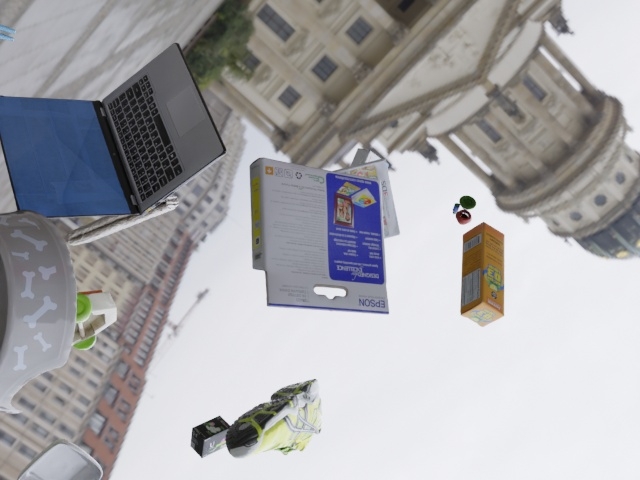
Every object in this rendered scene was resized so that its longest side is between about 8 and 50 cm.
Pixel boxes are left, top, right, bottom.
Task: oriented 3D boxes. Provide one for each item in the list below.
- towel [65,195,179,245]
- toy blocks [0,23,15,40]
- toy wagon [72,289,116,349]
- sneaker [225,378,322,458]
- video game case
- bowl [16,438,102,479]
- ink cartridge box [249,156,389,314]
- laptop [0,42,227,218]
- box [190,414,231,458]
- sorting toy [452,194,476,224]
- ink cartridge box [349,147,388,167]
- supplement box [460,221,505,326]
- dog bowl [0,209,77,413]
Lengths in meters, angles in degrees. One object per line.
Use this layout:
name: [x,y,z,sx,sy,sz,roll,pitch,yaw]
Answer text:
towel: [-0.512,-0.057,1.882,0.282,0.049,0.187,-22,-176,-2]
toy blocks: [-0.694,-0.409,1.441,0.054,0.148,0.123,-48,-142,49]
toy wagon: [-0.579,0.201,1.444,0.344,0.068,0.267,-23,167,-22]
sneaker: [-0.085,0.449,1.732,0.145,0.147,0.384,-19,178,28]
video game case: [0.078,-0.085,1.860,0.227,0.206,0.026,-14,-166,-5]
bowl: [-0.555,0.495,1.540,0.142,0.142,0.053,-43,-153,-5]
ink cartridge box: [0.000,0.000,1.508,0.072,0.303,0.307,-20,-114,54]
laptop: [-0.492,-0.267,1.663,0.408,0.236,0.382,-34,-119,13]
box: [-0.263,0.470,1.734,0.083,0.052,0.062,-16,127,-41]
sorting toy: [0.417,-0.084,2.114,0.042,0.061,0.102,99,12,-54]
ink cartridge box: [0.146,-0.220,2.217,0.052,0.122,0.088,21,-93,36]
supplement box: [0.373,0.076,1.657,0.080,0.078,0.233,-36,-146,46]
dog bowl: [-0.550,0.114,1.193,0.349,0.349,0.102,-42,153,24]
